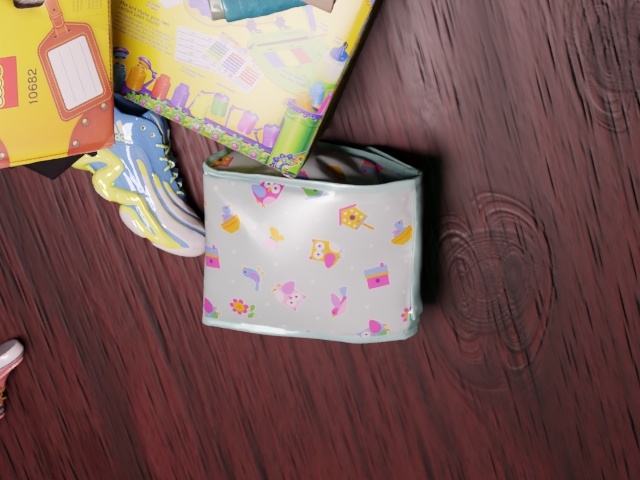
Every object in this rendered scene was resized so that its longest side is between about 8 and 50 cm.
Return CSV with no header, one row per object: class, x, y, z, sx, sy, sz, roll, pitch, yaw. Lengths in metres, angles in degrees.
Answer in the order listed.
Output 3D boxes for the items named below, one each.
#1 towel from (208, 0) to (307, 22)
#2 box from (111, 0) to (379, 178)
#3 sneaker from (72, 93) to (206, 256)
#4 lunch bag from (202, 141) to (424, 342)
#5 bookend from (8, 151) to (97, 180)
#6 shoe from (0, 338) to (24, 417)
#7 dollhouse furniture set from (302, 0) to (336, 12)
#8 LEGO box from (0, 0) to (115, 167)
towel,0.032,-0.381,1.446,0.370,0.040,0.271,-14,79,-9
box,-0.088,-0.273,1.584,0.290,0.177,0.279,26,116,1
sneaker,-0.211,-0.089,1.740,0.240,0.091,0.126,40,115,-5
lunch bag,0.000,0.000,1.697,0.262,0.160,0.223,8,114,15
bookend,-0.359,-0.133,1.713,0.157,0.156,0.072,-35,141,24
shoe,-0.451,0.204,1.940,0.178,0.063,0.081,-32,105,28
dollhouse furniture set,-0.063,-0.427,1.325,0.303,0.198,0.286,24,75,1
LEGO box,-0.390,-0.366,1.487,0.372,0.193,0.500,27,122,48
